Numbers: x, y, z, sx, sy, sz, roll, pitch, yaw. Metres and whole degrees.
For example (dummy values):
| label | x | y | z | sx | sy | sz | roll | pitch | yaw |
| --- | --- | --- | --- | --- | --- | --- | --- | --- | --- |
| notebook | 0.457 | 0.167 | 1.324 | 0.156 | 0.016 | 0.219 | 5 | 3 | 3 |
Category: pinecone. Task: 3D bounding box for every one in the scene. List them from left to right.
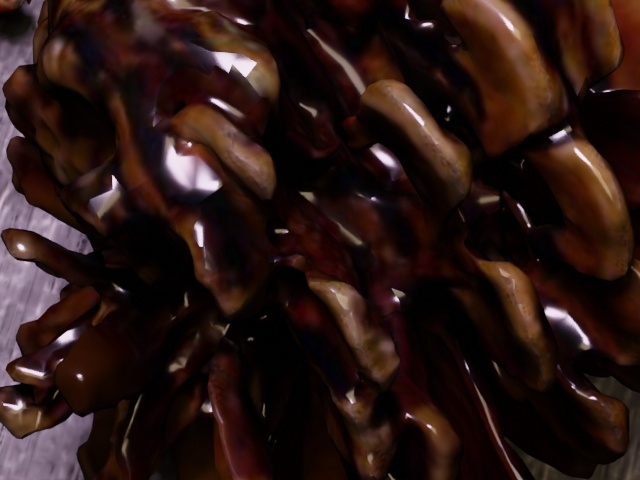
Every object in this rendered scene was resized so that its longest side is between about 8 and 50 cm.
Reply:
| label | x | y | z | sx | sy | sz | roll | pitch | yaw |
| --- | --- | --- | --- | --- | --- | --- | --- | --- | --- |
| pinecone | 0.000 | 0.000 | 0.934 | 0.397 | 0.398 | 0.398 | 1 | 75 | -4 |

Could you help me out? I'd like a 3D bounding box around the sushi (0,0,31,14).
| label | x | y | z | sx | sy | sz | roll | pitch | yaw |
| --- | --- | --- | --- | --- | --- | --- | --- | --- | --- |
| sushi | -0.263 | -0.218 | 1.115 | 0.226 | 0.103 | 0.097 | 35 | 59 | 3 |
